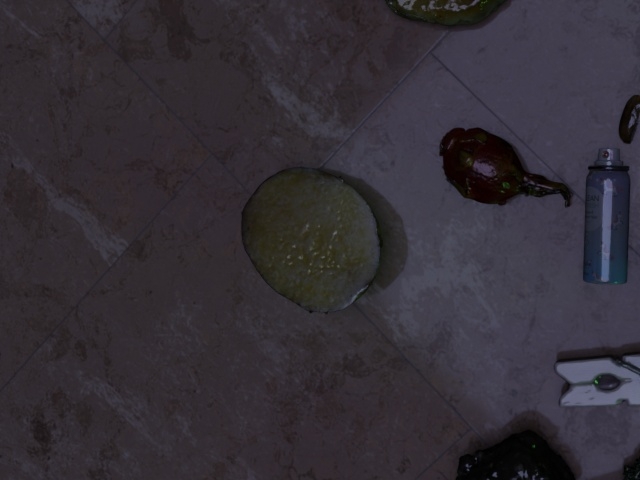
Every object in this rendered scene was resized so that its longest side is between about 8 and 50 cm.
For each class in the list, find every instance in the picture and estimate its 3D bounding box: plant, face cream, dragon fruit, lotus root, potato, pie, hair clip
[{"bbox_3d":[0.326,0.452,1.619,0.204,0.178,0.234,46,115,-2],"label":"plant"},{"bbox_3d":[0.490,-0.042,1.590,0.075,0.075,0.229,2,93,17],"label":"face cream"},{"bbox_3d":[0.320,-0.117,1.616,0.246,0.125,0.125,20,96,8],"label":"dragon fruit"},{"bbox_3d":[0.528,-0.208,1.588,0.030,0.037,0.083,16,98,19],"label":"lotus root"},{"bbox_3d":[0.000,0.000,1.724,0.299,0.116,0.239,40,98,22],"label":"potato"},{"bbox_3d":[0.219,-0.521,1.648,0.306,0.071,0.306,2,95,20],"label":"pie"},{"bbox_3d":[0.568,0.231,1.576,0.331,0.085,0.101,-7,89,19],"label":"hair clip"}]

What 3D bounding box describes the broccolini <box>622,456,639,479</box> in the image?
[{"bbox_3d":[0.634,0.313,1.495,0.079,0.074,0.392,23,130,-14],"label":"broccolini"}]
